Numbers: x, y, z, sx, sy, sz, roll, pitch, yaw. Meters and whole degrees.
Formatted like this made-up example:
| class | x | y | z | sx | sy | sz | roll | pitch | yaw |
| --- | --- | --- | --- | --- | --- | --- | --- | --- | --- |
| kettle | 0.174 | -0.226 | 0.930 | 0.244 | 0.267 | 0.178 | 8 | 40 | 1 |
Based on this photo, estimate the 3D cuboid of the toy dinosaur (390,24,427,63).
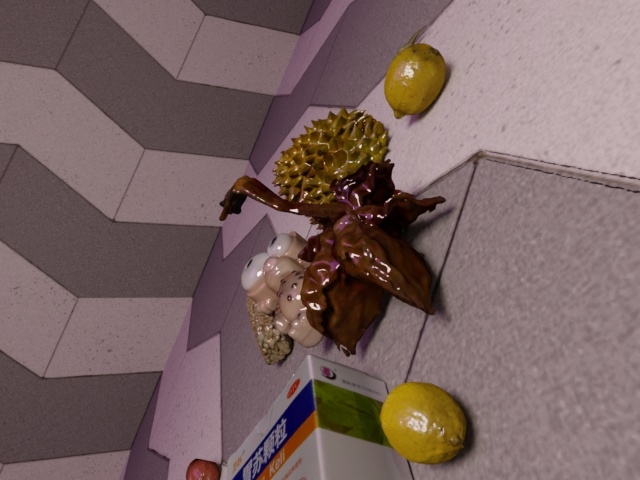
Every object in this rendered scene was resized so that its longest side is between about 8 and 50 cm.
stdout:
| class | x | y | z | sx | sy | sz | roll | pitch | yaw |
| --- | --- | --- | --- | --- | --- | --- | --- | --- | --- |
| toy dinosaur | 0.154 | -0.342 | 0.799 | 0.041 | 0.026 | 0.113 | -57 | 5 | -26 |

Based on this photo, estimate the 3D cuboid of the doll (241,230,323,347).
| class | x | y | z | sx | sy | sz | roll | pitch | yaw |
| --- | --- | --- | --- | --- | --- | --- | --- | --- | --- |
| doll | -0.040 | 0.070 | 0.725 | 0.154 | 0.119 | 0.278 | -54 | 24 | -7 |

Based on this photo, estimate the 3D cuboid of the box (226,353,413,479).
| class | x | y | z | sx | sy | sz | roll | pitch | yaw |
| --- | --- | --- | --- | --- | --- | --- | --- | --- | --- |
| box | -0.005 | 0.283 | 0.386 | 0.200 | 0.106 | 0.299 | -56 | 23 | 23 |

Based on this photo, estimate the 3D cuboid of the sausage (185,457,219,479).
| class | x | y | z | sx | sy | sz | roll | pitch | yaw |
| --- | --- | --- | --- | --- | --- | --- | --- | --- | --- |
| sausage | -0.233 | 0.461 | 0.866 | 0.094 | 0.059 | 0.054 | -40 | 33 | 55 |

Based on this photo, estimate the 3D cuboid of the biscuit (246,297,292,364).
| class | x | y | z | sx | sy | sz | roll | pitch | yaw |
| --- | --- | --- | --- | --- | --- | --- | --- | --- | --- |
| biscuit | -0.098 | 0.158 | 0.830 | 0.070 | 0.082 | 0.168 | -23 | 22 | -5 |

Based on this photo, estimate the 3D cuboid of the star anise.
| class | x | y | z | sx | sy | sz | roll | pitch | yaw |
| --- | --- | --- | --- | --- | --- | --- | --- | --- | --- |
| star anise | 0.004 | 0.000 | 0.542 | 0.346 | 0.148 | 0.237 | 25 | 101 | 32 |

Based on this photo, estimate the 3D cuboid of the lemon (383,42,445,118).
| class | x | y | z | sx | sy | sz | roll | pitch | yaw |
| --- | --- | --- | --- | --- | --- | --- | --- | --- | --- |
| lemon | 0.135 | -0.230 | 0.644 | 0.082 | 0.082 | 0.110 | -93 | 26 | -52 |

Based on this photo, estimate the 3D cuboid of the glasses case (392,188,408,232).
| class | x | y | z | sx | sy | sz | roll | pitch | yaw |
| --- | --- | --- | --- | --- | --- | --- | --- | --- | --- |
| glasses case | 0.062 | -0.025 | 0.650 | 0.194 | 0.049 | 0.073 | -18 | 51 | 65 |

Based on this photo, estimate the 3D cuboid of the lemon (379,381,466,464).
| class | x | y | z | sx | sy | sz | roll | pitch | yaw |
| --- | --- | --- | --- | --- | --- | --- | --- | --- | --- |
| lemon | 0.083 | 0.152 | 0.370 | 0.092 | 0.065 | 0.065 | -18 | 51 | 63 |

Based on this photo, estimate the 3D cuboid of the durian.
| class | x | y | z | sx | sy | sz | roll | pitch | yaw |
| --- | --- | --- | --- | --- | --- | --- | --- | --- | --- |
| durian | 0.015 | -0.112 | 0.800 | 0.186 | 0.154 | 0.260 | 62 | 139 | 35 |
